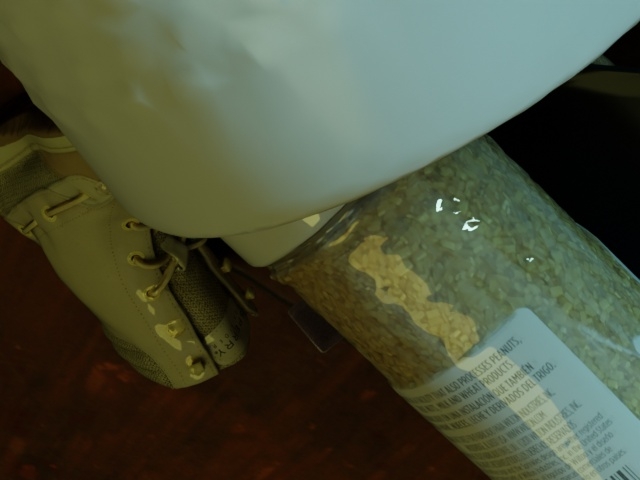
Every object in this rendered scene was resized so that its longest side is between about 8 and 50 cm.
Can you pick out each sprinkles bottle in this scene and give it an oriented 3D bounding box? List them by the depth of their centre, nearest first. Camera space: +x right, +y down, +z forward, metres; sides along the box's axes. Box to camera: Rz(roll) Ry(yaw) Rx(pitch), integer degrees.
[{"bbox_3d":[0.103,0.055,0.607,0.355,0.121,0.121,43,136,-11],"label":"sprinkles bottle"}]

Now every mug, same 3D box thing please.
[{"bbox_3d":[-0.009,-0.236,0.429,0.374,0.276,0.328,-31,117,9],"label":"mug"}]

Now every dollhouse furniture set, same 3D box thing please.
[{"bbox_3d":[0.000,0.000,0.855,0.114,0.091,0.081,49,180,1],"label":"dollhouse furniture set"}]

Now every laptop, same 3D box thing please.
[{"bbox_3d":[0.170,-0.005,0.705,0.234,0.136,0.264,8,180,19],"label":"laptop"}]

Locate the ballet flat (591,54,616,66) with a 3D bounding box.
[{"bbox_3d":[0.057,-0.101,0.670,0.206,0.067,0.073,8,146,12],"label":"ballet flat"}]

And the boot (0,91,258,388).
[{"bbox_3d":[-0.095,-0.008,0.783,0.262,0.095,0.203,-11,121,48],"label":"boot"}]
